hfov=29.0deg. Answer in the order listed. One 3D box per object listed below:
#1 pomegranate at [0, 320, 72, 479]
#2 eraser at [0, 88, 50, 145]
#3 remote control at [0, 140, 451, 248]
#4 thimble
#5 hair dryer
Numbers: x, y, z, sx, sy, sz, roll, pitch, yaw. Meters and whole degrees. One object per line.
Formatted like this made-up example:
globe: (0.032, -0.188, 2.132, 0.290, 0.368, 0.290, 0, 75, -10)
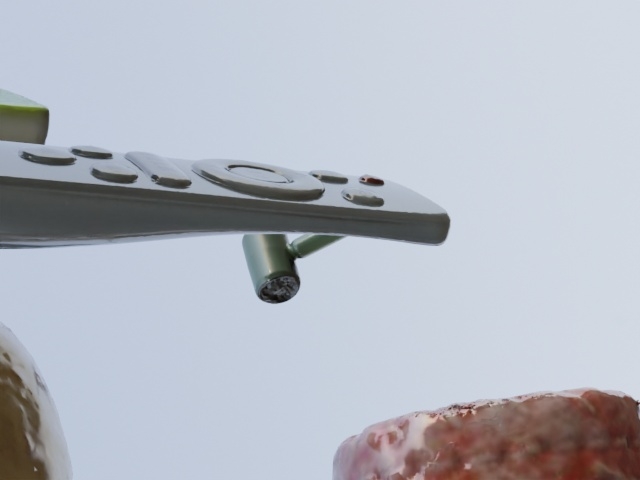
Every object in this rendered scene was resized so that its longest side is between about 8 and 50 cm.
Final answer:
pomegranate: (-0.252, 0.143, 0.552, 0.307, 0.307, 0.307, 12, -105, -50)
eraser: (-0.356, -0.076, 0.894, 0.274, 0.210, 0.092, 0, -79, -29)
remote control: (-0.052, -0.010, 0.341, 0.184, 0.050, 0.027, 3, -74, -26)
thimble: (0.124, 0.202, 0.872, 0.239, 0.239, 0.162, 11, -115, -50)
hair dryer: (0.000, 0.000, 1.175, 0.047, 0.150, 0.071, 56, -169, -49)
